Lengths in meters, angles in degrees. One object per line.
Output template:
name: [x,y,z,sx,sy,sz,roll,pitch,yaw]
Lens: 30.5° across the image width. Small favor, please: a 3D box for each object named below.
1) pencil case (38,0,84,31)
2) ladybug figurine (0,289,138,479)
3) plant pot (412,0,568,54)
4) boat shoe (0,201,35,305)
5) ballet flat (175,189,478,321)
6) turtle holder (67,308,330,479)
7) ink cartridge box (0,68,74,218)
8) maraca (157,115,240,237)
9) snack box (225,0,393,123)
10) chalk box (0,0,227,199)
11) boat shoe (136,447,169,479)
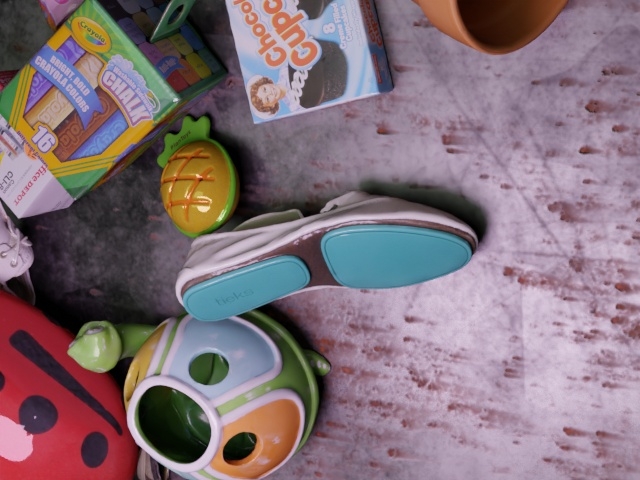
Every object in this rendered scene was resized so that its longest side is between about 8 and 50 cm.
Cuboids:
pencil case: [-0.387,-0.427,1.644,0.124,0.124,0.284,-34,85,26]
ladybug figurine: [-0.427,0.217,1.672,0.449,0.305,0.162,40,121,-6]
plant pot: [0.162,-0.378,1.327,0.203,0.291,0.290,29,112,35]
boat shoe: [-0.468,0.013,1.734,0.096,0.098,0.277,15,146,7]
ballet flat: [0.000,0.000,1.529,0.400,0.139,0.139,-13,95,11]
turtle holder: [-0.165,0.190,1.597,0.243,0.227,0.320,-41,82,26]
ink cartridge box: [-0.420,-0.142,1.706,0.176,0.127,0.128,48,114,8]
maraca: [-0.173,-0.089,1.624,0.127,0.099,0.185,-37,58,23]
snack box: [-0.033,-0.328,1.529,0.187,0.060,0.321,-11,95,26]
chalk box: [-0.259,-0.225,1.574,0.289,0.180,0.179,-38,94,27]
boat shoe: [-0.241,0.296,1.753,0.049,0.056,0.152,14,115,17]
